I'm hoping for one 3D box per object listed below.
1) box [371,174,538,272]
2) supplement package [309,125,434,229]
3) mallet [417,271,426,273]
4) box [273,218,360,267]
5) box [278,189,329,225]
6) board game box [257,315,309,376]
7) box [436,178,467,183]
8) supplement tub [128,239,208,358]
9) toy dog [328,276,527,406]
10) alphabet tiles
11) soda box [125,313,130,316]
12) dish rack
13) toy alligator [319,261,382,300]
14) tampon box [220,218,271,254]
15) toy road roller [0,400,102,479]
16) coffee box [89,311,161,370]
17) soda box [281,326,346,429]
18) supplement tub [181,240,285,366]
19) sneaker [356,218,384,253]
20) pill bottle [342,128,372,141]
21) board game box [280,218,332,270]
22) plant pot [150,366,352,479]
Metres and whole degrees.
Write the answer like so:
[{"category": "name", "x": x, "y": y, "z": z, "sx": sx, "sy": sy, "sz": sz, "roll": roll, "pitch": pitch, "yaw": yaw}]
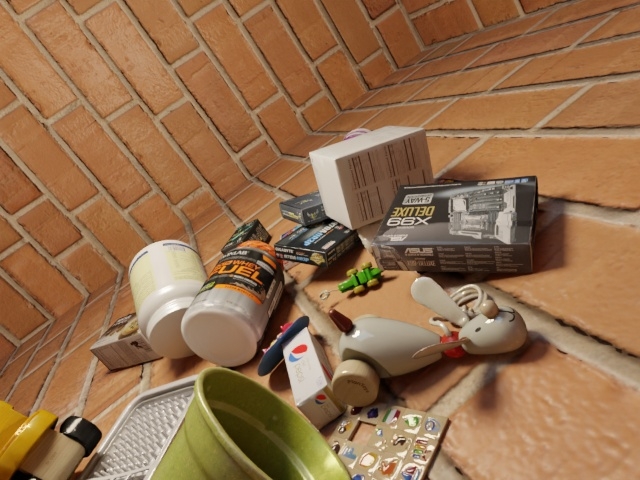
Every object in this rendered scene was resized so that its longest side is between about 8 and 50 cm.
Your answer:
[{"category": "box", "x": 0.290, "y": -0.036, "z": 0.969, "sx": 0.308, "sy": 0.076, "sz": 0.242, "roll": 0, "pitch": 36, "yaw": 29}, {"category": "supplement package", "x": 0.142, "y": -0.182, "z": 1.256, "sx": 0.263, "sy": 0.197, "sz": 0.199, "roll": -21, "pitch": 21, "yaw": -14}, {"category": "mallet", "x": 0.256, "y": 0.015, "z": 1.085, "sx": 0.039, "sy": 0.062, "sz": 0.190, "roll": -18, "pitch": 12, "yaw": 34}, {"category": "box", "x": 0.000, "y": 0.000, "z": 1.311, "sx": 0.175, "sy": 0.051, "sz": 0.220, "roll": 9, "pitch": 28, "yaw": 32}, {"category": "box", "x": 0.009, "y": -0.118, "z": 1.438, "sx": 0.233, "sy": 0.059, "sz": 0.183, "roll": -21, "pitch": 20, "yaw": -21}, {"category": "board game box", "x": -0.092, "y": 0.227, "z": 1.022, "sx": 0.033, "sy": 0.133, "sz": 0.168, "roll": 35, "pitch": 65, "yaw": 21}, {"category": "box", "x": 0.349, "y": -0.129, "z": 1.251, "sx": 0.094, "sy": 0.027, "sz": 0.137, "roll": -40, "pitch": 22, "yaw": -8}, {"category": "supplement tub", "x": -0.448, "y": 0.174, "z": 1.397, "sx": 0.235, "sy": 0.235, "sz": 0.325, "roll": -36, "pitch": 44, "yaw": -2}, {"category": "toy dog", "x": 0.147, "y": 0.147, "z": 0.772, "sx": 0.334, "sy": 0.161, "sz": 0.220, "roll": -30, "pitch": 22, "yaw": 8}, {"category": "alphabet tiles", "x": 0.065, "y": 0.350, "z": 0.685, "sx": 0.198, "sy": 0.009, "sz": 0.237, "roll": -9, "pitch": 34, "yaw": 48}, {"category": "soda box", "x": -0.796, "y": 0.366, "z": 1.850, "sx": 0.060, "sy": 0.053, "sz": 0.169, "roll": -36, "pitch": 22, "yaw": -2}, {"category": "dish rack", "x": -0.401, "y": 0.471, "z": 1.025, "sx": 0.286, "sy": 0.072, "sz": 0.332, "roll": -25, "pitch": 24, "yaw": 27}, {"category": "toy alligator", "x": 0.086, "y": 0.104, "z": 1.122, "sx": 0.190, "sy": 0.056, "sz": 0.051, "roll": -28, "pitch": -20, "yaw": 20}, {"category": "tampon box", "x": -0.288, "y": 0.014, "z": 1.782, "sx": 0.121, "sy": 0.101, "sz": 0.161, "roll": -22, "pitch": 26, "yaw": 31}, {"category": "toy road roller", "x": -0.672, "y": 0.500, "z": 1.015, "sx": 0.329, "sy": 0.241, "sz": 0.202, "roll": -52, "pitch": 9, "yaw": 35}, {"category": "coffee box", "x": -0.633, "y": 0.334, "z": 1.585, "sx": 0.297, "sy": 0.118, "sz": 0.168, "roll": -20, "pitch": 24, "yaw": 31}, {"category": "soda box", "x": -0.018, "y": 0.263, "z": 0.898, "sx": 0.069, "sy": 0.073, "sz": 0.216, "roll": -35, "pitch": 21, "yaw": 1}, {"category": "supplement tub", "x": -0.218, "y": 0.155, "z": 1.239, "sx": 0.207, "sy": 0.207, "sz": 0.338, "roll": -25, "pitch": 24, "yaw": 23}, {"category": "sneaker", "x": 0.163, "y": -0.050, "z": 1.289, "sx": 0.095, "sy": 0.090, "sz": 0.235, "roll": -16, "pitch": 28, "yaw": 20}, {"category": "pill bottle", "x": 0.132, "y": -0.297, "z": 1.729, "sx": 0.169, "sy": 0.169, "sz": 0.301, "roll": -22, "pitch": 24, "yaw": 30}, {"category": "board game box", "x": 0.000, "y": -0.034, "z": 1.527, "sx": 0.305, "sy": 0.053, "sz": 0.193, "roll": -31, "pitch": 23, "yaw": 11}, {"category": "plant pot", "x": -0.136, "y": 0.366, "z": 0.631, "sx": 0.254, "sy": 0.276, "sz": 0.276, "roll": -51, "pitch": 23, "yaw": -2}]
